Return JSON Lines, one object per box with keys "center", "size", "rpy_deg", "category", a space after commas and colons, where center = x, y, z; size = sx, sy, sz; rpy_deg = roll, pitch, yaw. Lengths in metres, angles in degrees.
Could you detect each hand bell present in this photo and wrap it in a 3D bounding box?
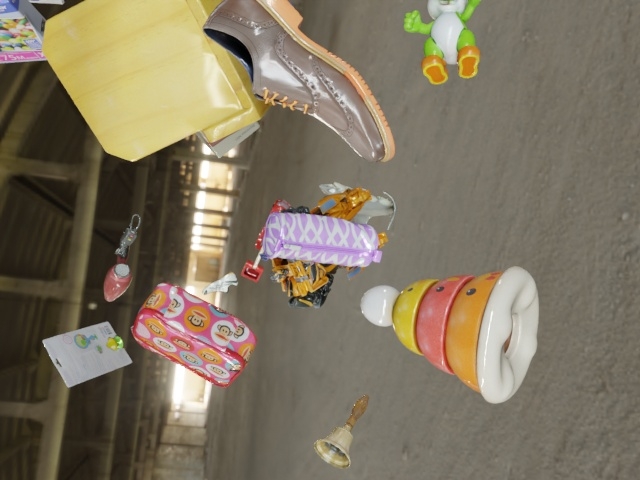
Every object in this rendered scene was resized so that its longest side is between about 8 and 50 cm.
{"center": [0.094, 0.581, 2.204], "size": [0.242, 0.126, 0.126], "rpy_deg": [-50, -15, -39], "category": "hand bell"}

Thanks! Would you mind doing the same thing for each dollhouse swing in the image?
{"center": [-0.292, -0.374, 1.366], "size": [0.346, 0.305, 0.315], "rpy_deg": [62, -152, -24], "category": "dollhouse swing"}

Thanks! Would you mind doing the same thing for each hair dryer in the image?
{"center": [-0.633, 0.074, 2.266], "size": [0.293, 0.080, 0.223], "rpy_deg": [-65, 13, 11], "category": "hair dryer"}

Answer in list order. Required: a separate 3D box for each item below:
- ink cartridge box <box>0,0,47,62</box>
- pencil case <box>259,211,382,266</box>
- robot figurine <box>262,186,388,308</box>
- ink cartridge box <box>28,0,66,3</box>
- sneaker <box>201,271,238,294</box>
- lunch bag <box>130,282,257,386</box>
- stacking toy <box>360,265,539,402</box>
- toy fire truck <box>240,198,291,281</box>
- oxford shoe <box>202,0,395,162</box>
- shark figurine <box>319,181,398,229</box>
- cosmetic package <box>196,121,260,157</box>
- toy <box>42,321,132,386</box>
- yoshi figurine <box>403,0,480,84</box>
{"center": [-0.728, -0.492, 1.559], "size": [0.311, 0.186, 0.065], "rpy_deg": [72, -165, -75], "category": "ink cartridge box"}
{"center": [0.000, 0.000, 1.225], "size": [0.088, 0.206, 0.086], "rpy_deg": [-145, 63, -61], "category": "pencil case"}
{"center": [0.009, 0.008, 1.411], "size": [0.085, 0.291, 0.211], "rpy_deg": [-9, 109, 45], "category": "robot figurine"}
{"center": [-0.905, -0.768, 1.966], "size": [0.069, 0.371, 0.175], "rpy_deg": [-78, -10, -48], "category": "ink cartridge box"}
{"center": [-0.220, 0.103, 1.539], "size": [0.037, 0.083, 0.032], "rpy_deg": [60, -178, -3], "category": "sneaker"}
{"center": [-0.320, 0.245, 1.746], "size": [0.120, 0.293, 0.258], "rpy_deg": [-64, 7, -33], "category": "lunch bag"}
{"center": [0.311, 0.213, 1.873], "size": [0.351, 0.480, 0.350], "rpy_deg": [-18, -67, -53], "category": "stacking toy"}
{"center": [-0.133, -0.003, 1.748], "size": [0.135, 0.047, 0.192], "rpy_deg": [-80, 16, -74], "category": "toy fire truck"}
{"center": [-0.034, -0.241, 1.104], "size": [0.133, 0.363, 0.130], "rpy_deg": [-42, -6, -15], "category": "oxford shoe"}
{"center": [0.132, -0.074, 1.872], "size": [0.278, 0.166, 0.116], "rpy_deg": [20, 92, 46], "category": "shark figurine"}
{"center": [-0.298, -0.374, 1.797], "size": [0.129, 0.153, 0.296], "rpy_deg": [46, 174, 39], "category": "cosmetic package"}
{"center": [-0.619, 0.303, 1.840], "size": [0.056, 0.137, 0.237], "rpy_deg": [-38, -11, 27], "category": "toy"}
{"center": [0.352, -0.634, 1.947], "size": [0.203, 0.204, 0.362], "rpy_deg": [139, 139, -55], "category": "yoshi figurine"}
